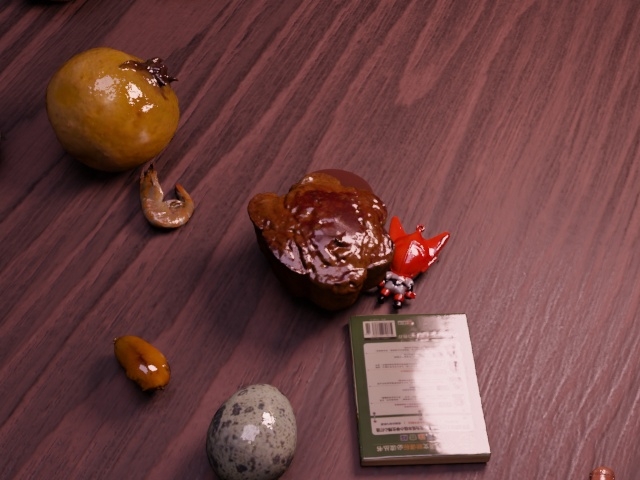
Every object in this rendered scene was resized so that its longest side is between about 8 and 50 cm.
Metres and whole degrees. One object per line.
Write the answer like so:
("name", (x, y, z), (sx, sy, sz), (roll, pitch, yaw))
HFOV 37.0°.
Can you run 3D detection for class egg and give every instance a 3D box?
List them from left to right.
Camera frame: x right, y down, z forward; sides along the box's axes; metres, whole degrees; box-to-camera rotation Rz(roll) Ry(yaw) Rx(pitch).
("egg", (-0.098, 0.287, 1.414), (0.132, 0.132, 0.172), (13, 42, 7))

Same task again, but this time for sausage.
("sausage", (0.415, 0.408, 1.406), (0.042, 0.036, 0.157), (0, 52, 12))

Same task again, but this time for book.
("book", (0.154, 0.233, 1.533), (0.202, 0.027, 0.264), (-1, 52, -5))

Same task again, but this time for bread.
("bread", (0.013, 0.000, 1.608), (0.232, 0.135, 0.246), (-26, 56, -22))

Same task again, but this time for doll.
("doll", (0.148, 0.039, 1.663), (0.109, 0.057, 0.169), (18, 57, 15))

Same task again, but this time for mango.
("mango", (-0.283, 0.192, 1.512), (0.063, 0.077, 0.127), (-47, 50, -5))

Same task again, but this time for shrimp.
("shrimp", (-0.282, -0.087, 1.747), (0.095, 0.045, 0.162), (-8, 51, -9))

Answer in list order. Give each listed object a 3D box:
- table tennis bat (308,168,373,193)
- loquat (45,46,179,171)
("table tennis bat", (0.004, -0.032, 1.735), (0.154, 0.021, 0.274), (17, 52, 11))
("loquat", (-0.373, -0.245, 1.749), (0.244, 0.243, 0.243), (1, 52, -2))
